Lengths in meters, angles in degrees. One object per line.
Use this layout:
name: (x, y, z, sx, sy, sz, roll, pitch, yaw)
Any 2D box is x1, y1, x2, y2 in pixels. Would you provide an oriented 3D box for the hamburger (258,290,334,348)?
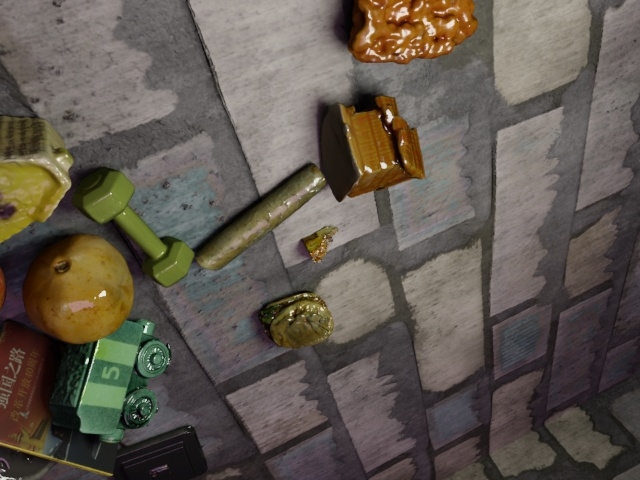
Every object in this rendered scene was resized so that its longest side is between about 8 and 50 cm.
hamburger: (-0.065, 0.228, 1.469, 0.206, 0.130, 0.183, -17, 131, 10)

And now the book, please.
book: (-0.619, 0.382, 1.207, 0.028, 0.263, 0.374, -24, 136, 20)

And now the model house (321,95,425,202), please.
model house: (0.131, -0.219, 1.193, 0.229, 0.219, 0.199, -16, 89, -22)

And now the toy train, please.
toy train: (-0.504, 0.326, 1.222, 0.166, 0.299, 0.238, -5, 155, 34)

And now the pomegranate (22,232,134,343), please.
pomegranate: (-0.511, 0.105, 1.079, 0.233, 0.233, 0.233, -13, 129, -17)

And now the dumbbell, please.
dumbbell: (-0.399, -0.022, 1.108, 0.108, 0.121, 0.302, -52, 137, -22)

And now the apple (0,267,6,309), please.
apple: (-0.721, 0.096, 0.986, 0.188, 0.188, 0.174, -10, 139, -19)

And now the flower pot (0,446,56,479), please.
flower pot: (-0.736, 0.469, 1.223, 0.246, 0.195, 0.246, 5, 83, -41)

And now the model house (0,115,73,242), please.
model house: (-0.554, -0.112, 0.911, 0.234, 0.193, 0.175, -26, 131, -10)

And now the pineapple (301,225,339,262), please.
pineapple: (0.000, 0.000, 1.364, 0.114, 0.077, 0.114, -48, 166, -1)

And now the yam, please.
yam: (-0.144, -0.052, 1.236, 0.371, 0.083, 0.083, -38, 132, 4)

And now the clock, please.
clock: (-0.523, 0.736, 1.657, 0.278, 0.049, 0.273, -16, 130, -14)

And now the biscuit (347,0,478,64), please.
biscuit: (0.200, -0.522, 1.024, 0.318, 0.110, 0.312, -13, 128, -20)
